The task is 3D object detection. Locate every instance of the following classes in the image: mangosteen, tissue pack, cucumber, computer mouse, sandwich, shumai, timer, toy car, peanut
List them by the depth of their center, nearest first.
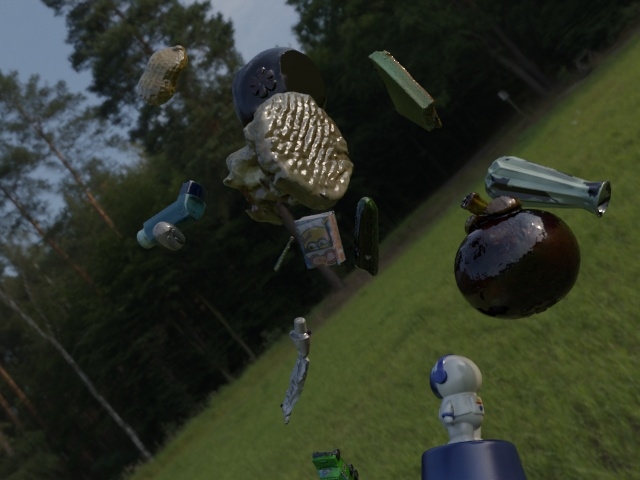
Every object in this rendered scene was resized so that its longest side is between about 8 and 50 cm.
[{"bbox_3d":[-0.090,-0.171,1.625,0.267,0.314,0.262,18,-36,-31],"label":"shumai"},{"bbox_3d":[0.461,0.046,1.669,0.297,0.293,0.297,-14,-49,-17],"label":"mangosteen"},{"bbox_3d":[0.036,0.574,1.710,0.071,0.165,0.062,-15,42,19],"label":"toy car"},{"bbox_3d":[0.374,0.485,1.812,0.270,0.383,0.270,-4,-27,-2],"label":"timer"},{"bbox_3d":[-0.095,-0.397,1.933,0.233,0.287,0.287,-35,2,45],"label":"mangosteen"},{"bbox_3d":[-0.432,-0.015,1.984,0.066,0.096,0.039,-59,9,-26],"label":"computer mouse"},{"bbox_3d":[0.131,-0.013,1.994,0.074,0.074,0.241,-36,-49,-52],"label":"cucumber"},{"bbox_3d":[0.000,0.000,2.062,0.116,0.155,0.065,-9,11,31],"label":"tissue pack"},{"bbox_3d":[0.268,-0.454,2.104,0.063,0.212,0.245,-42,-48,-3],"label":"sandwich"},{"bbox_3d":[-0.554,-0.585,2.448,0.110,0.197,0.233,20,-83,-42],"label":"peanut"}]

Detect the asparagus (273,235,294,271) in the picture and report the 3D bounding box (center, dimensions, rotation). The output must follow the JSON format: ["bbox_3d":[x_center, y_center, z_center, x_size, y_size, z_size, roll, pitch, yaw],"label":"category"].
[{"bbox_3d":[-0.115,0.042,2.210,0.127,0.015,0.018,-64,17,-19],"label":"asparagus"}]

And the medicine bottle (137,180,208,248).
[{"bbox_3d":[-0.445,-0.068,2.082,0.258,0.124,0.079,-31,-41,28],"label":"medicine bottle"}]

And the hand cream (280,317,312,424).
[{"bbox_3d":[-0.058,0.293,1.592,0.084,0.050,0.257,-126,42,-66],"label":"hand cream"}]

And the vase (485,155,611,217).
[{"bbox_3d":[0.696,-0.161,2.143,0.165,0.360,0.165,-22,-60,-45],"label":"vase"}]
